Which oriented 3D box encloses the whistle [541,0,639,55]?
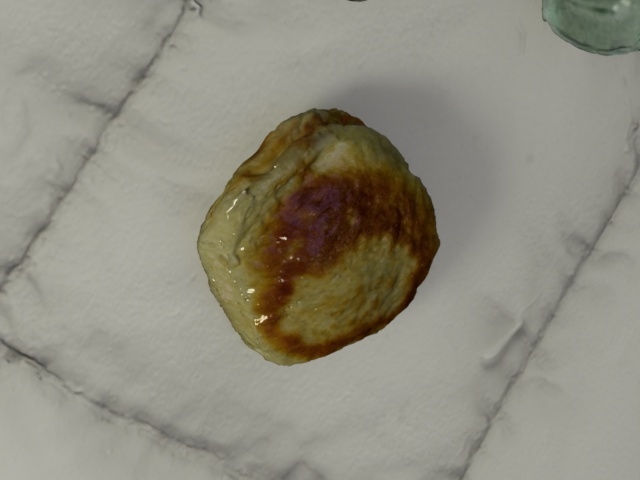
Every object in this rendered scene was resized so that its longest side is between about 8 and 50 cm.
[{"bbox_3d":[0.253,-0.354,1.347,0.188,0.168,0.404,23,90,-38],"label":"whistle"}]

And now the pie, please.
[{"bbox_3d":[0.000,0.000,1.332,0.179,0.084,0.205,-36,125,-21],"label":"pie"}]
